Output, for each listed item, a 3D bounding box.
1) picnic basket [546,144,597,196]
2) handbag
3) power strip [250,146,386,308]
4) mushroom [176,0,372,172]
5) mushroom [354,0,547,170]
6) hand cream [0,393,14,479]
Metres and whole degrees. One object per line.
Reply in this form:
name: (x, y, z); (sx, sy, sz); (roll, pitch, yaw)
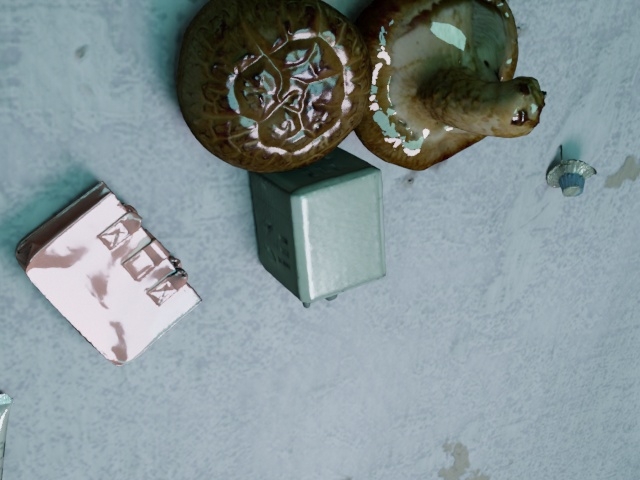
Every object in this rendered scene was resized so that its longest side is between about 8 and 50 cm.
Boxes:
picnic basket: (0.421, -0.112, 1.467); (0.065, 0.083, 0.083); (28, 50, -35)
handbag: (-0.266, 0.046, 1.122); (0.157, 0.059, 0.212); (-41, 126, -9)
power strip: (0.000, 0.000, 1.210); (0.139, 0.140, 0.224); (-18, 118, -25)
mushroom: (-0.056, -0.197, 1.089); (0.253, 0.153, 0.253); (-8, 122, -13)
mushroom: (0.159, -0.236, 1.182); (0.267, 0.254, 0.267); (2, 83, -16)
hand cream: (-0.450, 0.331, 1.136); (0.095, 0.059, 0.276); (-2, 105, -29)
